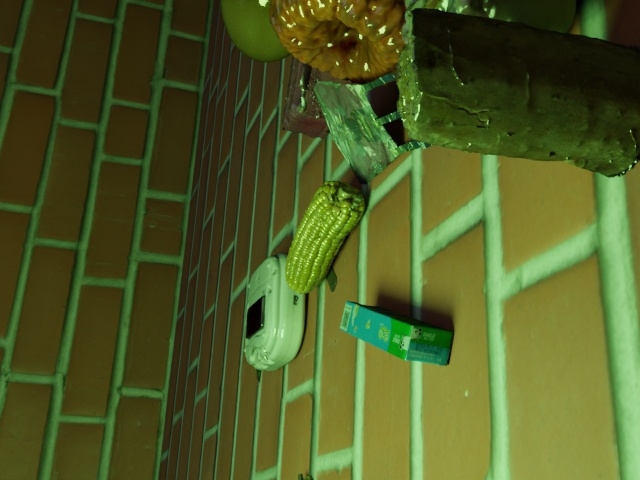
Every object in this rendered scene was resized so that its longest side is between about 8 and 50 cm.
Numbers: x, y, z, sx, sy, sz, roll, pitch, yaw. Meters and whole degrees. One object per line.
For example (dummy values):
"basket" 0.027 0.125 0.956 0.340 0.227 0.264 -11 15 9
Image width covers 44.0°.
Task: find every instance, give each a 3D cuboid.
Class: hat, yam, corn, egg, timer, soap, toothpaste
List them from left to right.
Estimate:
"egg" -0.122 -0.590 1.937 0.250 0.250 0.322 -98 19 -44
"timer" -0.105 0.157 1.742 0.262 0.087 0.237 136 140 -63
"soap" -0.002 -0.381 1.672 0.182 0.112 0.289 151 127 -67
"corn" 0.000 0.000 1.494 0.292 0.101 0.101 115 157 -47
"hat" 0.073 -0.468 1.256 0.285 0.285 0.400 165 117 -71
"toothpaste" 0.103 0.131 1.149 0.266 0.065 0.050 -171 94 -73
"yam" 0.188 -0.143 0.768 0.129 0.238 0.128 -100 19 -62

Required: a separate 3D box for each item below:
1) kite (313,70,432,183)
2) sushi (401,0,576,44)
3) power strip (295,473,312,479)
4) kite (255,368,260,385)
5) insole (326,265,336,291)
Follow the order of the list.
"kite" 0.090 -0.189 1.296 0.204 0.022 0.360 62 162 -12
"sushi" 0.205 -0.296 0.892 0.237 0.170 0.270 -101 25 -49
"power strip" -0.027 0.537 1.361 0.305 0.044 0.064 -97 24 -44
"kite" -0.148 0.245 1.957 0.189 0.009 0.232 157 120 -68
"insole" 0.014 0.059 1.563 0.135 0.002 0.045 -113 36 -59
